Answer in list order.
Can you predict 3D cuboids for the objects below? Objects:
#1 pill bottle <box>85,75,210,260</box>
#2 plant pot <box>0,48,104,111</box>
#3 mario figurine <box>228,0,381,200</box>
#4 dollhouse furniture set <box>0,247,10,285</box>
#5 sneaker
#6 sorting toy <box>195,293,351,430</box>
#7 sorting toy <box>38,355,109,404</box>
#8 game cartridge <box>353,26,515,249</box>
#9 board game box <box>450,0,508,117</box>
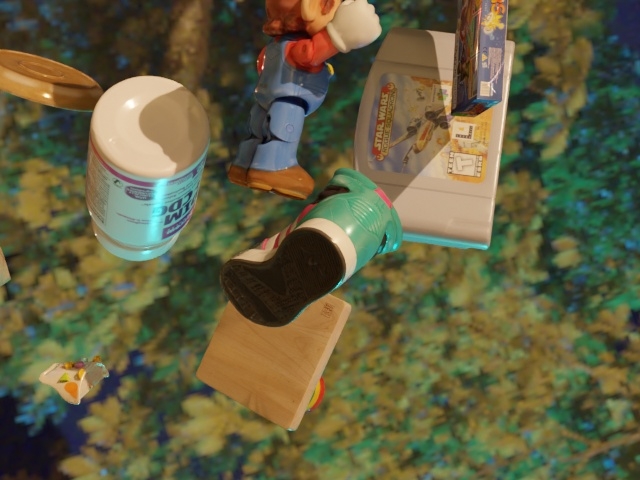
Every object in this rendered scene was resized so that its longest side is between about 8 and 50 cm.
[{"bbox_3d":[-0.248,-0.091,1.954,0.160,0.160,0.283,64,-21,20],"label":"pill bottle"},{"bbox_3d":[-0.460,-0.268,2.281,0.236,0.236,0.032,36,-68,48],"label":"plant pot"},{"bbox_3d":[-0.002,-0.208,1.694,0.198,0.170,0.320,16,-86,30],"label":"mario figurine"},{"bbox_3d":[-0.573,0.000,1.832,0.212,0.242,0.161,42,-27,28],"label":"dollhouse furniture set"},{"bbox_3d":[0.000,0.000,1.723,0.124,0.178,0.295,56,-33,-6],"label":"sneaker"},{"bbox_3d":[-0.073,0.198,2.618,0.257,0.089,0.255,24,-90,38],"label":"sorting toy"},{"bbox_3d":[-0.351,0.188,1.948,0.075,0.083,0.045,4,-65,22],"label":"sorting toy"},{"bbox_3d":[0.146,-0.142,1.860,0.062,0.198,0.297,98,1,-73],"label":"game cartridge"},{"bbox_3d":[0.199,-0.264,1.740,0.136,0.035,0.201,161,-67,-81],"label":"board game box"}]
